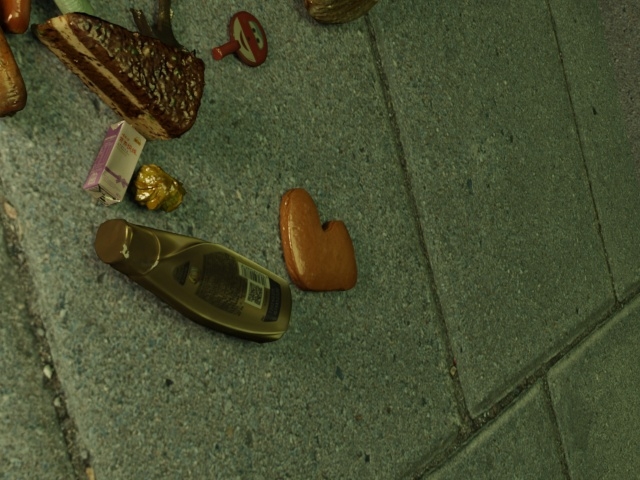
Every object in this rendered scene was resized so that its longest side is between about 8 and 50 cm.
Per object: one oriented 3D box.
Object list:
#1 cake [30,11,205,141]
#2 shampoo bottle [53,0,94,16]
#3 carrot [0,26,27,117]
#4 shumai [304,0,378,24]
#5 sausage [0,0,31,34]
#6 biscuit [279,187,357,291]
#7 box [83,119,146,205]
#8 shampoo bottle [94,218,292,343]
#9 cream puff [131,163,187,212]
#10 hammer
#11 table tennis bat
[{"bbox_3d":[-0.281,-0.220,1.354,0.246,0.112,0.135,10,77,-51],"label":"cake"},{"bbox_3d":[-0.361,-0.366,1.279,0.190,0.041,0.069,64,1,-53],"label":"shampoo bottle"},{"bbox_3d":[-0.425,-0.246,1.219,0.060,0.060,0.186,-28,101,-52],"label":"carrot"},{"bbox_3d":[0.037,-0.516,1.836,0.210,0.161,0.153,-29,75,-21],"label":"shumai"},{"bbox_3d":[-0.404,-0.335,1.276,0.039,0.041,0.131,29,58,-66],"label":"sausage"},{"bbox_3d":[0.000,0.000,1.732,0.192,0.036,0.186,4,77,-53],"label":"biscuit"},{"bbox_3d":[-0.292,-0.111,1.374,0.051,0.036,0.117,42,51,-40],"label":"box"},{"bbox_3d":[-0.182,0.058,1.439,0.350,0.084,0.125,28,58,-46],"label":"shampoo bottle"},{"bbox_3d":[-0.237,-0.079,1.419,0.083,0.058,0.083,50,44,-31],"label":"cream puff"},{"bbox_3d":[-0.246,-0.438,1.522,0.125,0.027,0.297,20,67,-54],"label":"hammer"},{"bbox_3d":[-0.137,-0.339,1.651,0.155,0.019,0.098,-41,114,-52],"label":"table tennis bat"}]
